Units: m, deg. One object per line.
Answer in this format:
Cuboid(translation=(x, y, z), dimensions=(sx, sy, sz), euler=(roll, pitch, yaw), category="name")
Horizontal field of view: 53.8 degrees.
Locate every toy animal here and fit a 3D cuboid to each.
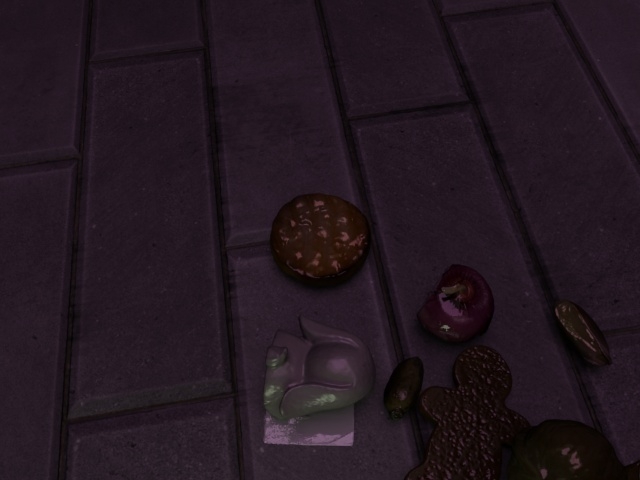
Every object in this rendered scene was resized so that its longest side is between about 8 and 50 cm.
Cuboid(translation=(0.004, 0.324, 1.560), dimensions=(0.264, 0.206, 0.272), euler=(7, 53, 12), category="toy animal")

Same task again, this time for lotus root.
Cuboid(translation=(0.209, 0.369, 1.595), dimensions=(0.080, 0.089, 0.179), euler=(35, 54, -11), category="lotus root")

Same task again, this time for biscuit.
Cuboid(translation=(0.000, 0.000, 1.826), dimensions=(0.296, 0.102, 0.297), euler=(1, 60, -1), category="biscuit")
Cuboid(translation=(0.368, 0.461, 1.545), dimensions=(0.282, 0.064, 0.432), euler=(17, 58, 4), category="biscuit")

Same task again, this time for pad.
Cuboid(translation=(-0.029, 0.443, 1.608), dimensions=(0.231, 0.004, 0.157), euler=(1, 59, 3), category="pad")

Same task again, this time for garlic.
Cuboid(translation=(0.682, 0.245, 1.643), dimensions=(0.087, 0.101, 0.196), euler=(-36, 66, 17), category="garlic")

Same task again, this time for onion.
Cuboid(translation=(0.368, 0.174, 1.668), dimensions=(0.200, 0.201, 0.207), euler=(17, 29, 13), category="onion")

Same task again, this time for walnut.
Cuboid(translation=(0.545, 0.510, 1.387), dimensions=(0.282, 0.283, 0.228), euler=(28, 104, 18), category="walnut")

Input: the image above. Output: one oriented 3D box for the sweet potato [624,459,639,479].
Cuboid(translation=(0.664, 0.616, 1.435), dimensions=(0.074, 0.075, 0.270), euler=(23, 72, 16), category="sweet potato")
